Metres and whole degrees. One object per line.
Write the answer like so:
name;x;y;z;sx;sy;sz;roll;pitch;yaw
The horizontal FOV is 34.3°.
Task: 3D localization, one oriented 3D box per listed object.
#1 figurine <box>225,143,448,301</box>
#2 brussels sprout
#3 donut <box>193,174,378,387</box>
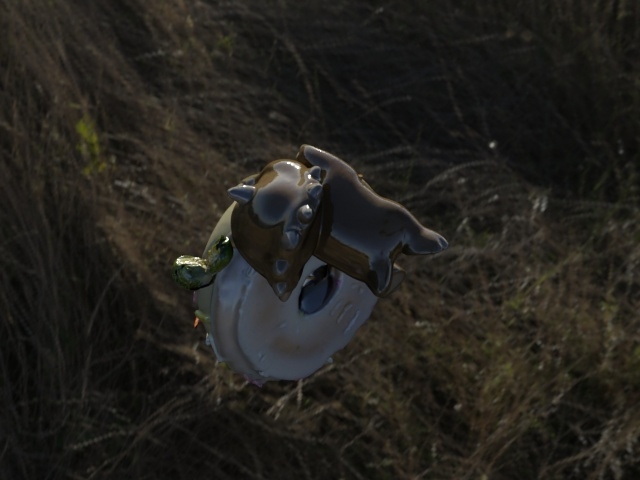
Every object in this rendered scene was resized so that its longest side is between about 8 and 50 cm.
figurine;-0.005;0.000;1.298;0.247;0.177;0.173;44;50;1
brussels sprout;-0.142;0.030;1.289;0.083;0.051;0.046;-28;54;8
donut;-0.046;0.050;1.689;0.382;0.383;0.142;-24;39;-35
